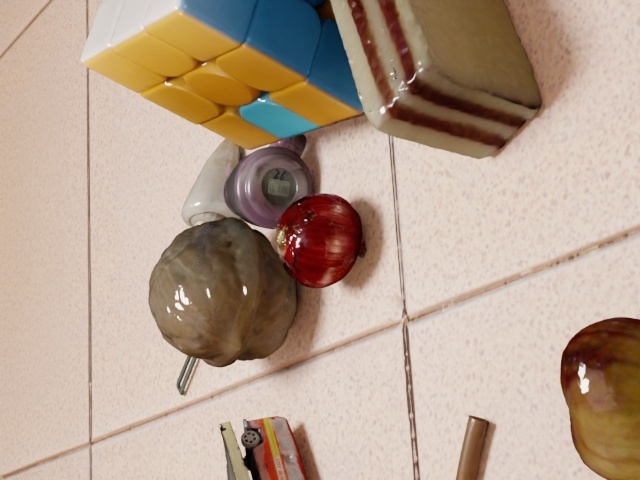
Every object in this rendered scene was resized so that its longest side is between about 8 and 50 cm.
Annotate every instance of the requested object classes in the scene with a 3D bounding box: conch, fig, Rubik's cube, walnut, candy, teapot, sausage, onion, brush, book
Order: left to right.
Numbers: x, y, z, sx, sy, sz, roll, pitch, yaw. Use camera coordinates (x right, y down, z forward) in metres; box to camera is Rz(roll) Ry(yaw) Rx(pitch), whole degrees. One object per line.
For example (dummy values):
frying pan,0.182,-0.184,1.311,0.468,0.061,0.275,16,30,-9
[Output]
brush,-0.188,0.138,2.145,0.062,0.027,0.266,53,128,49
conch,-0.168,-0.080,2.098,0.104,0.094,0.176,71,-166,-65
walnut,-0.135,0.076,1.900,0.224,0.224,0.224,-18,69,56
book,-0.105,0.371,1.870,0.231,0.026,0.157,91,161,-53
Rubik's cube,-0.093,-0.322,1.774,0.291,0.291,0.291,-13,57,55
teapot,-0.084,-0.089,1.947,0.146,0.116,0.148,176,96,-67
onion,0.000,0.000,1.788,0.131,0.131,0.131,-18,69,56
candy,0.120,-0.259,1.586,0.135,0.179,0.321,-46,48,42
sausage,0.170,0.258,1.544,0.026,0.026,0.116,20,101,58
fig,0.316,0.165,1.226,0.230,0.143,0.160,36,146,47

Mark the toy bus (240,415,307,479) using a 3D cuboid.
toy bus,-0.058,0.324,1.839,0.079,0.077,0.174,90,164,-51
